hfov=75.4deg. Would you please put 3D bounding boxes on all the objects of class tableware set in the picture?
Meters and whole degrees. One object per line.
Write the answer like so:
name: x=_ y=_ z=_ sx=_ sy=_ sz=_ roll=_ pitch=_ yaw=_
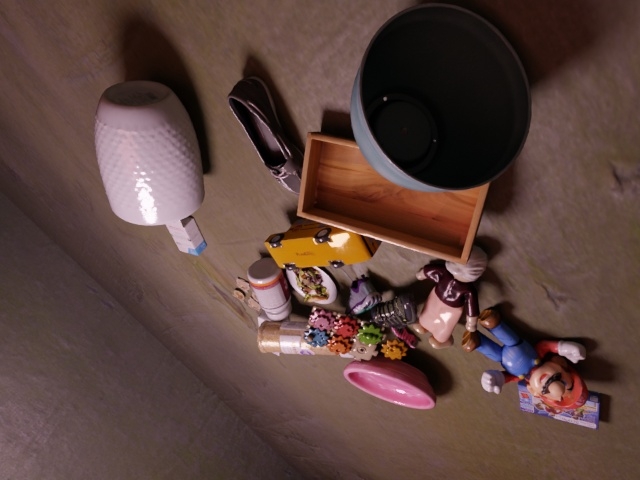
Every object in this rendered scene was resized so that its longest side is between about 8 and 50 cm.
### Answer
tableware set: x=-0.298 y=0.227 z=1.710 sx=0.141 sy=0.020 sz=0.169 roll=33 pitch=141 yaw=4

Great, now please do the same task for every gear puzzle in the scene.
gear puzzle: x=0.114 y=0.327 z=1.332 sx=0.338 sy=0.044 sz=0.176 roll=17 pitch=121 yaw=-1

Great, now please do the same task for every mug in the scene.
mug: x=-0.503 y=-0.283 z=1.186 sx=0.374 sy=0.276 sz=0.328 roll=49 pitch=146 yaw=36

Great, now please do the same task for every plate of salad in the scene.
plate of salad: x=-0.037 y=0.152 z=1.414 sx=0.199 sy=0.048 sz=0.200 roll=21 pitch=139 yaw=20

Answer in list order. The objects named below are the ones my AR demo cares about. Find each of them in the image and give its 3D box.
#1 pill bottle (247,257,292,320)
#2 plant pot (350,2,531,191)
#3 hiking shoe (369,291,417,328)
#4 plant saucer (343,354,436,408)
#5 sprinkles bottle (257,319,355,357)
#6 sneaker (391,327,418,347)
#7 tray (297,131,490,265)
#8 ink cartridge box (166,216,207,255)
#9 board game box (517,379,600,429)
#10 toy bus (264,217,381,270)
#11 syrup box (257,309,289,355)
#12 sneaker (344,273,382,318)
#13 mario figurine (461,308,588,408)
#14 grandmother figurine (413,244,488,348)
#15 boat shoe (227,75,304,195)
pill bottle: x=-0.175 y=0.178 z=1.485 sx=0.121 sy=0.121 sz=0.221 roll=12 pitch=136 yaw=28
plant pot: x=0.176 y=-0.215 z=0.727 sx=0.293 sy=0.293 sz=0.196 roll=43 pitch=168 yaw=-8
hiking shoe: x=0.207 y=0.212 z=1.198 sx=0.114 sy=0.086 sz=0.227 roll=-5 pitch=153 yaw=-6
plant saucer: x=0.249 y=0.494 z=1.469 sx=0.331 sy=0.084 sz=0.332 roll=18 pitch=152 yaw=10
sprinkles bottle: x=-0.044 y=0.350 z=1.489 sx=0.355 sy=0.121 sz=0.121 roll=-2 pitch=130 yaw=17
sneaker: x=0.262 y=0.307 z=1.353 sx=0.119 sy=0.047 sz=0.057 roll=46 pitch=152 yaw=-9
tray: x=0.151 y=-0.107 z=0.932 sx=0.410 sy=0.076 sz=0.203 roll=18 pitch=112 yaw=24
ink cartridge box: x=-0.517 y=-0.035 z=1.578 sx=0.104 sy=0.060 sz=0.180 roll=13 pitch=136 yaw=28
board game box: x=0.685 y=0.468 z=1.195 sx=0.201 sy=0.035 sz=0.136 roll=4 pitch=131 yaw=35
toy bus: x=0.000 y=0.000 z=1.165 sx=0.332 sy=0.130 sz=0.108 roll=-6 pitch=126 yaw=41
syrup box: x=-0.190 y=0.365 z=1.708 sx=0.096 sy=0.093 sz=0.237 roll=22 pitch=140 yaw=16
sneaker: x=0.124 y=0.180 z=1.322 sx=0.098 sy=0.083 sz=0.224 roll=65 pitch=153 yaw=17
mario figurine: x=0.535 y=0.318 z=1.053 sx=0.320 sy=0.170 sz=0.198 roll=34 pitch=140 yaw=6
grandmother figurine: x=0.336 y=0.139 z=1.081 sx=0.207 sy=0.104 sz=0.343 roll=37 pitch=142 yaw=24
boat shoe: x=-0.129 y=-0.239 z=1.049 sx=0.112 sy=0.095 sz=0.335 roll=-2 pitch=127 yaw=39
